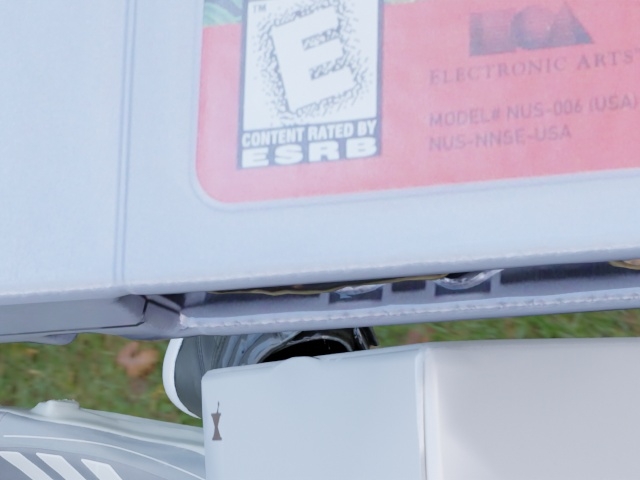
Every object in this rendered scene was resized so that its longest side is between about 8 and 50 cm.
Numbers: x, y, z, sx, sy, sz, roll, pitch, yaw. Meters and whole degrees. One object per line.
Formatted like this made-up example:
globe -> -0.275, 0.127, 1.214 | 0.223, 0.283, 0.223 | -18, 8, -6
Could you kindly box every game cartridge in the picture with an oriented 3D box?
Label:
game cartridge -> 0.049, -0.082, 0.366 | 0.294, 0.060, 0.196 | -5, 70, 19

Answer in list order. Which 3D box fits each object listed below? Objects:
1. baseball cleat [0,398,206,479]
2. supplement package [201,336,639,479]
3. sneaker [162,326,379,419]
baseball cleat -> -0.088, 0.120, 0.734 | 0.206, 0.072, 0.109 | 6, 84, 8
supplement package -> 0.123, 0.125, 0.628 | 0.177, 0.293, 0.175 | 166, 103, -64
sneaker -> 0.000, 0.000, 1.120 | 0.147, 0.104, 0.296 | 27, 97, 57
